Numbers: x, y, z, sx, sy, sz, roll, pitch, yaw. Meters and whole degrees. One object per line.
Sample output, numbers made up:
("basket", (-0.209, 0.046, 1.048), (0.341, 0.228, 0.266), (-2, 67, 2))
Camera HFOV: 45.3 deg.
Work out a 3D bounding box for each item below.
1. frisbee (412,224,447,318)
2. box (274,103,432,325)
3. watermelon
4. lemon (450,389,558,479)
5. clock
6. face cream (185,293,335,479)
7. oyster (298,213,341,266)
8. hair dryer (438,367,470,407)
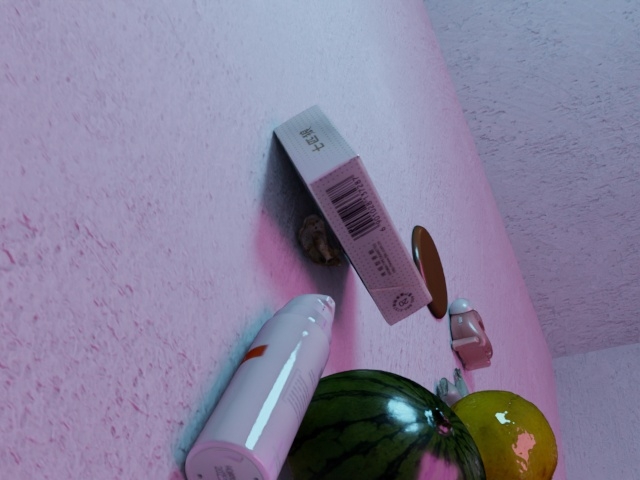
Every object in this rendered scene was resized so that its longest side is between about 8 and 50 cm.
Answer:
("frisbee", (0.287, 0.080, 1.992), (0.251, 0.021, 0.251), (-16, 90, -70))
("box", (0.057, -0.040, 1.278), (0.330, 0.095, 0.210), (58, 2, -36))
("watermelon", (0.120, 0.301, 1.053), (0.331, 0.189, 0.331), (44, 24, -26))
("lemon", (0.348, 0.436, 1.576), (0.310, 0.258, 0.258), (3, 74, -62))
("clock", (0.414, 0.251, 2.100), (0.166, 0.092, 0.162), (54, 26, -42))
("face cream", (-0.056, 0.174, 0.941), (0.345, 0.102, 0.102), (-60, 132, -62))
("oyster", (0.000, 0.000, 1.252), (0.038, 0.080, 0.083), (-152, -109, -75))
("hair dryer", (0.341, 0.374, 1.892), (0.206, 0.075, 0.237), (59, 18, -22))
